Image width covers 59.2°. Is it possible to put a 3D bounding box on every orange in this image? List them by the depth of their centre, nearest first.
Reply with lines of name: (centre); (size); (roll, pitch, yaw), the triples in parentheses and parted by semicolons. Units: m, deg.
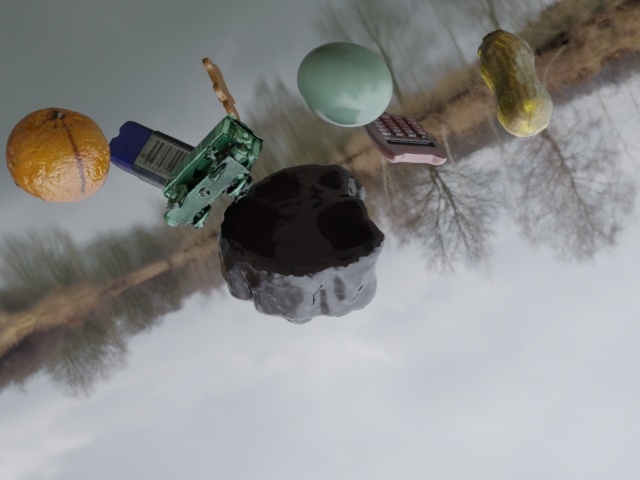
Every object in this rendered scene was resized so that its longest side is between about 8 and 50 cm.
orange: (-0.498, -0.166, 1.077); (0.193, 0.193, 0.161); (-27, 150, -32)

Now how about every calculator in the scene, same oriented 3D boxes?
calculator: (0.245, -0.317, 1.722); (0.220, 0.048, 0.329); (0, -143, -16)

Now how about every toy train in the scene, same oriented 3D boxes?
toy train: (-0.230, -0.128, 1.191); (0.269, 0.115, 0.154); (-37, -148, 30)

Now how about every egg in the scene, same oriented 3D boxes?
egg: (0.047, -0.326, 1.174); (0.168, 0.167, 0.231); (-27, -140, -33)

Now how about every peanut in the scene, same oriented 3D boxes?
peanut: (0.311, -0.255, 0.905); (0.087, 0.206, 0.087); (-8, 152, -4)

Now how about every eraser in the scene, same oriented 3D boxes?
eraser: (-0.469, -0.232, 1.695); (0.154, 0.332, 0.101); (-63, 169, -15)

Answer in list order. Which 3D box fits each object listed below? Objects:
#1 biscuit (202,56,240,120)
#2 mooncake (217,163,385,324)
biscuit: (-0.351, -0.526, 2.001); (0.036, 0.249, 0.165); (-26, 174, 9)
mooncake: (-0.042, 0.006, 1.229); (0.351, 0.212, 0.381); (2, -141, 3)
